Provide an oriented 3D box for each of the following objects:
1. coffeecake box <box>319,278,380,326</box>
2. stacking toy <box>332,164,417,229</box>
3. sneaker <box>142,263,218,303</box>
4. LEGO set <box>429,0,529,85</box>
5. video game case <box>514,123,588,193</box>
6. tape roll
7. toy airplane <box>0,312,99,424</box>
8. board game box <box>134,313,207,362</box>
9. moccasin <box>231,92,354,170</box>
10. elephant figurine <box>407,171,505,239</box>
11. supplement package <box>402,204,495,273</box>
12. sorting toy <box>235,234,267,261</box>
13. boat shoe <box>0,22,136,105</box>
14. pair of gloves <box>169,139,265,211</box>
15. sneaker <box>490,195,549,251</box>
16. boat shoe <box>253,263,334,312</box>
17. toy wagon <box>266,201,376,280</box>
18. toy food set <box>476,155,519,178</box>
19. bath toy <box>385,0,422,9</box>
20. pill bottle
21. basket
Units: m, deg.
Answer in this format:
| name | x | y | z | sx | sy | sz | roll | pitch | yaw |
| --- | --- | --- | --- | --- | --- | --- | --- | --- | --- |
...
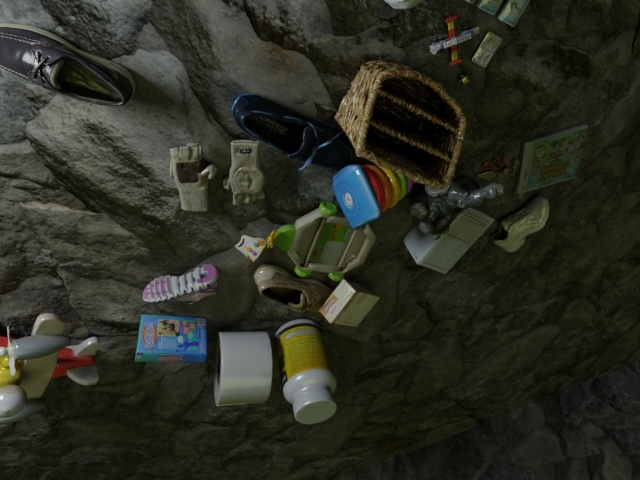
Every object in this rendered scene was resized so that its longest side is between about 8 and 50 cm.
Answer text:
| name | x | y | z | sx | sy | sz | roll | pitch | yaw |
| --- | --- | --- | --- | --- | --- | --- | --- | --- | --- |
| coffeecake box | 0.104 | 0.221 | 1.449 | 0.142 | 0.068 | 0.186 | -53 | 145 | 10 |
| stacking toy | 0.200 | -0.164 | 1.187 | 0.302 | 0.165 | 0.175 | -23 | 177 | -23 |
| sneaker | -0.423 | 0.158 | 1.289 | 0.237 | 0.095 | 0.104 | -15 | 138 | -6 |
| LEGO set | 0.383 | -0.511 | 1.016 | 0.183 | 0.060 | 0.244 | 14 | 122 | -21 |
| video game case | 0.741 | -0.258 | 1.341 | 0.213 | 0.023 | 0.193 | -16 | 130 | -4 |
| tape roll | -0.275 | 0.441 | 1.455 | 0.169 | 0.246 | 0.245 | 3 | 126 | -19 |
| toy airplane | -0.862 | 0.396 | 1.226 | 0.385 | 0.272 | 0.385 | -18 | 130 | -2 |
| board game box | -0.480 | 0.318 | 1.351 | 0.211 | 0.160 | 0.047 | 9 | 125 | -22 |
| moccasin | -0.063 | -0.247 | 1.052 | 0.343 | 0.116 | 0.137 | 14 | 122 | -25 |
| elephant figurine | 0.376 | -0.126 | 1.185 | 0.239 | 0.186 | 0.169 | -44 | 163 | 24 |
| supplement package | 0.410 | -0.034 | 1.349 | 0.139 | 0.133 | 0.244 | 20 | 120 | -28 |
| sorting toy | -0.219 | 0.021 | 1.276 | 0.075 | 0.044 | 0.083 | 33 | 114 | -13 |
| boat shoe | -0.533 | -0.350 | 0.847 | 0.286 | 0.092 | 0.102 | 16 | 121 | -26 |
| pair of gloves | -0.269 | -0.173 | 1.098 | 0.241 | 0.042 | 0.204 | -7 | 133 | -5 |
| sneaker | 0.688 | -0.060 | 1.444 | 0.116 | 0.090 | 0.232 | 16 | 120 | -23 |
| boat shoe | -0.074 | 0.192 | 1.401 | 0.341 | 0.110 | 0.121 | 25 | 117 | -32 |
| toy wagon | 0.000 | 0.000 | 1.301 | 0.345 | 0.068 | 0.267 | 8 | 124 | -21 |
| toy food set | 0.558 | -0.232 | 1.313 | 0.122 | 0.019 | 0.077 | -1 | 128 | -6 |
| bath toy | 0.216 | -0.649 | 0.818 | 0.129 | 0.152 | 0.347 | -30 | 142 | -40 |
| pill bottle | -0.052 | 0.458 | 1.474 | 0.188 | 0.333 | 0.187 | -8 | 129 | -10 |
| basket | 0.223 | -0.295 | 1.031 | 0.300 | 0.223 | 0.213 | 18 | 121 | -27 |
